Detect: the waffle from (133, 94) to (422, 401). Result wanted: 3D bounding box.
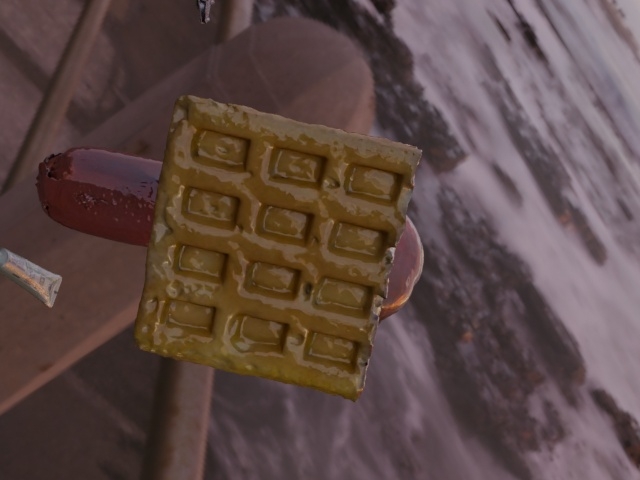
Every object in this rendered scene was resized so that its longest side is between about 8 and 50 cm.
[{"bbox_3d":[-0.042,0.008,0.907,0.221,0.247,0.055,14,16,2],"label":"waffle"}]

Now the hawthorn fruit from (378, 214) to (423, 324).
[{"bbox_3d":[0.000,0.000,1.282,0.262,0.210,0.210,43,24,-13],"label":"hawthorn fruit"}]

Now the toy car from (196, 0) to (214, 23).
[{"bbox_3d":[-0.182,-0.374,1.570,0.093,0.025,0.041,-84,180,-46],"label":"toy car"}]

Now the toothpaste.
[{"bbox_3d":[-0.531,0.059,1.796,0.218,0.041,0.064,50,51,-62],"label":"toothpaste"}]

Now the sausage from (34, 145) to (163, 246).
[{"bbox_3d":[-0.330,-0.074,1.654,0.280,0.152,0.152,13,31,-4],"label":"sausage"}]
